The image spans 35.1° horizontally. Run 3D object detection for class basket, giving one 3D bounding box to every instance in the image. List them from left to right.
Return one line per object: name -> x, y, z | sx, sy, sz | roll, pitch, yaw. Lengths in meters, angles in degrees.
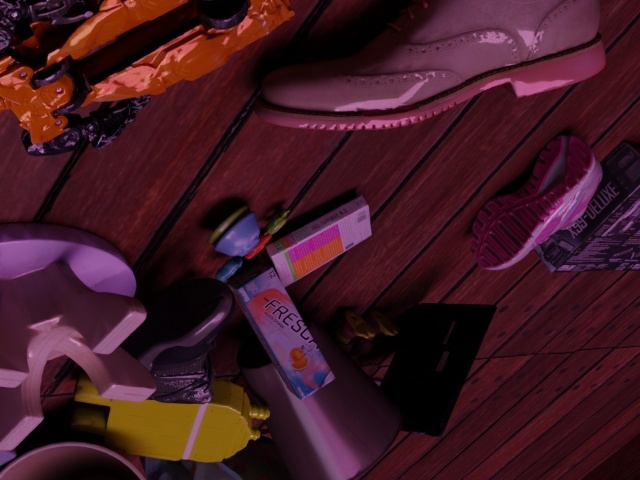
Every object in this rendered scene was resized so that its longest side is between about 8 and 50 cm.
basket -> -0.011, 0.228, 1.501 | 0.204, 0.154, 0.227 | -38, 114, -16

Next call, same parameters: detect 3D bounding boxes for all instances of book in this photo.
book -> 0.000, 0.000, 1.356 | 0.144, 0.035, 0.096 | -28, 158, -7

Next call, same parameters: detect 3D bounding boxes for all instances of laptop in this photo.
laptop -> 0.180, 0.234, 1.667 | 0.136, 0.264, 0.234 | 42, 63, -31

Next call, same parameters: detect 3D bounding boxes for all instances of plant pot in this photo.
plant pot -> -0.351, 0.419, 1.505 | 0.256, 0.256, 0.274 | -26, 175, -7

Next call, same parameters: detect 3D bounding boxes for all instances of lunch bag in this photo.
lunch bag -> -0.141, 0.381, 1.621 | 0.223, 0.262, 0.160 | 14, 106, -54

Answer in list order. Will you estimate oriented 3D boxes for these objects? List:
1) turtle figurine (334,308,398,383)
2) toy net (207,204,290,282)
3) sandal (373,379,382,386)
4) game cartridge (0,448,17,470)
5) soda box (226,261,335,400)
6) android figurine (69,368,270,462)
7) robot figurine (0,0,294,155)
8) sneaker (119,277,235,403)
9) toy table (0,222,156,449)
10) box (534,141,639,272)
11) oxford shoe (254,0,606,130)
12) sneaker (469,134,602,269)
turtle figurine -> 0.033, 0.208, 1.663 | 0.269, 0.087, 0.217 | 14, 121, -40
toy net -> -0.135, 0.036, 1.300 | 0.232, 0.045, 0.122 | -47, 176, 32
sandal -> 0.039, 0.305, 1.828 | 0.102, 0.076, 0.265 | -44, 148, 24
game cartridge -> -0.550, 0.287, 1.299 | 0.198, 0.062, 0.297 | -43, 148, 14
soda box -> -0.053, 0.120, 1.359 | 0.058, 0.183, 0.063 | -33, -165, -13
android figurine -> -0.211, 0.243, 1.426 | 0.273, 0.056, 0.248 | 8, 139, -10
robot figurine -> -0.172, -0.186, 0.873 | 0.291, 0.085, 0.211 | -28, 150, -5
sneaker -> -0.158, 0.130, 1.254 | 0.130, 0.087, 0.227 | 23, 127, -37
toy table -> -0.299, 0.097, 1.121 | 0.274, 0.161, 0.252 | 5, 135, -44
box -> 0.537, -0.048, 1.729 | 0.307, 0.076, 0.242 | 0, 139, -42
oxford shoe -> 0.113, -0.216, 1.079 | 0.397, 0.140, 0.146 | -16, 117, -14
sneaker -> 0.335, -0.044, 1.529 | 0.111, 0.103, 0.252 | 11, 131, -48
